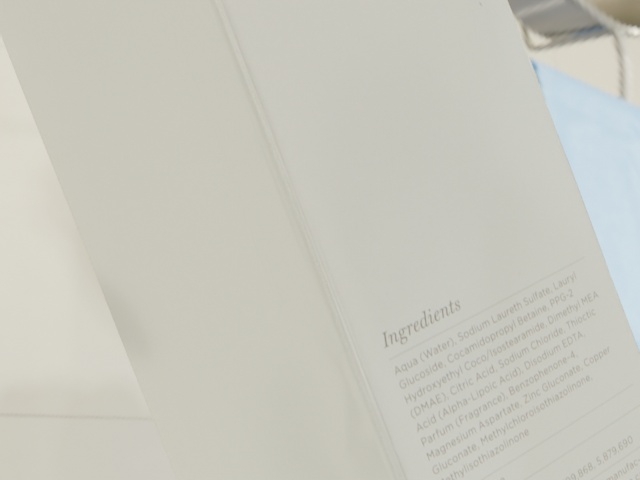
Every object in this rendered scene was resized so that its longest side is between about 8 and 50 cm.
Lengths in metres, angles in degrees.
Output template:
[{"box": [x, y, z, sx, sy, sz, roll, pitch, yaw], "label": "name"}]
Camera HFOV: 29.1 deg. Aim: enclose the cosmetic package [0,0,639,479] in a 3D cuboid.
[{"box": [0.000, 0.000, 0.587, 0.156, 0.217, 0.385, -22, 95, -33], "label": "cosmetic package"}]
